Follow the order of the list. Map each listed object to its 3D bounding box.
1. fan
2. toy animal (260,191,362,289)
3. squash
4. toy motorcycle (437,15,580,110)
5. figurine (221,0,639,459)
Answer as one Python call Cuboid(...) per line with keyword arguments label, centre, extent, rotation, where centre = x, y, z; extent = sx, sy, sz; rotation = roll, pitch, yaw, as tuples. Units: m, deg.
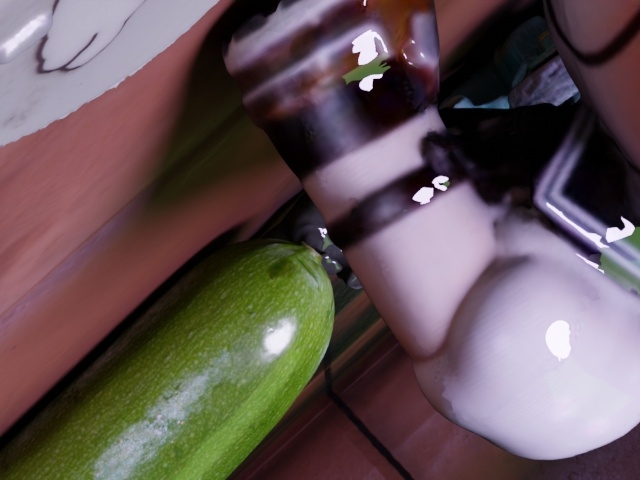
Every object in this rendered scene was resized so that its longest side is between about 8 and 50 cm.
Cuboid(label="fan", centre=(-0.085, -0.041, 0.389), extent=(0.329, 0.009, 0.191), rotation=(-41, 173, -19))
Cuboid(label="toy animal", centre=(0.000, 0.000, 0.888), extent=(0.135, 0.065, 0.047), rotation=(-44, 137, 19))
Cuboid(label="squash", centre=(-0.134, 0.141, 0.831), extent=(0.378, 0.101, 0.101), rotation=(-42, 173, 2))
Cuboid(label="toy motorcycle", centre=(0.129, -0.084, 0.995), extent=(0.198, 0.109, 0.296), rotation=(-34, 176, 10))
Cuboid(label="figurine", centre=(0.160, -0.057, 0.517), extent=(0.323, 0.196, 0.320), rotation=(-34, 136, 31))
